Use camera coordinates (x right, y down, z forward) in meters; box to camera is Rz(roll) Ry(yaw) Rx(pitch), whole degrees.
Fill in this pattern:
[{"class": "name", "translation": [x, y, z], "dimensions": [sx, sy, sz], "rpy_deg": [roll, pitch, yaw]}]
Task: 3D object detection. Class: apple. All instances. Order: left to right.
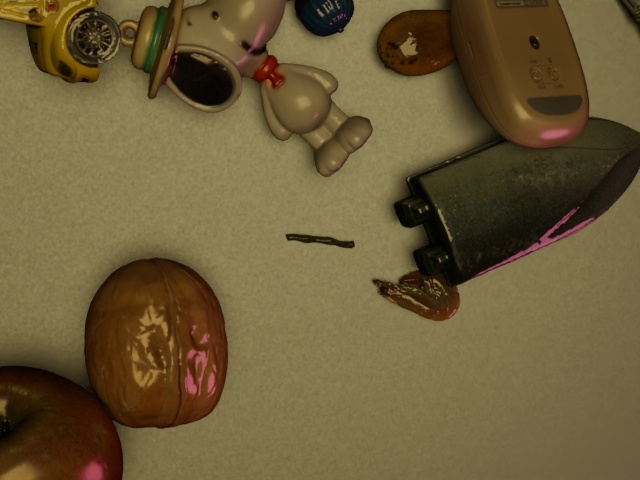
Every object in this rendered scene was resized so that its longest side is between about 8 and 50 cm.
[{"class": "apple", "translation": [-0.338, 0.253, 1.843], "dimensions": [0.237, 0.237, 0.207], "rpy_deg": [-17, 138, -5]}]

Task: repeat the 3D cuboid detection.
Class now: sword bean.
[{"class": "sword bean", "translation": [0.000, 0.000, 1.971], "dimensions": [0.083, 0.012, 0.012], "rpy_deg": [7, 93, -6]}]

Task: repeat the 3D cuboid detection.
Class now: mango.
[{"class": "mango", "translation": [0.121, -0.235, 1.949], "dimensions": [0.114, 0.057, 0.079], "rpy_deg": [-19, 91, -13]}]

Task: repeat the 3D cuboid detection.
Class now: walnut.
[{"class": "walnut", "translation": [-0.188, 0.117, 1.886], "dimensions": [0.165, 0.165, 0.197], "rpy_deg": [-11, 94, -5]}]

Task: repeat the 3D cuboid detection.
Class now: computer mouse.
[{"class": "computer mouse", "translation": [0.228, -0.214, 1.920], "dimensions": [0.145, 0.082, 0.237], "rpy_deg": [-9, 72, -30]}]

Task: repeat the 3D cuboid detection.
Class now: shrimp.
[{"class": "shrimp", "translation": [0.117, 0.058, 1.983], "dimensions": [0.108, 0.023, 0.059], "rpy_deg": [25, 81, -7]}]

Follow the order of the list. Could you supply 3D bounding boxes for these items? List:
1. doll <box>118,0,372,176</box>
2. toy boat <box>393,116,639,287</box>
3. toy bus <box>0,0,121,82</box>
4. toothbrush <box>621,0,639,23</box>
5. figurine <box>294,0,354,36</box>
[{"class": "doll", "translation": [-0.084, -0.176, 1.887], "dimensions": [0.208, 0.144, 0.271], "rpy_deg": [-29, 102, 3]}, {"class": "toy boat", "translation": [0.249, -0.061, 1.959], "dimensions": [0.319, 0.092, 0.141], "rpy_deg": [-23, 95, -12]}, {"class": "toy bus", "translation": [-0.309, -0.337, 1.818], "dimensions": [0.152, 0.144, 0.330], "rpy_deg": [-5, 103, -20]}, {"class": "toothbrush", "translation": [0.417, -0.229, 1.990], "dimensions": [0.035, 0.042, 0.413], "rpy_deg": [-38, 99, -3]}, {"class": "figurine", "translation": [-0.021, -0.294, 1.920], "dimensions": [0.136, 0.079, 0.077], "rpy_deg": [28, 132, -11]}]
